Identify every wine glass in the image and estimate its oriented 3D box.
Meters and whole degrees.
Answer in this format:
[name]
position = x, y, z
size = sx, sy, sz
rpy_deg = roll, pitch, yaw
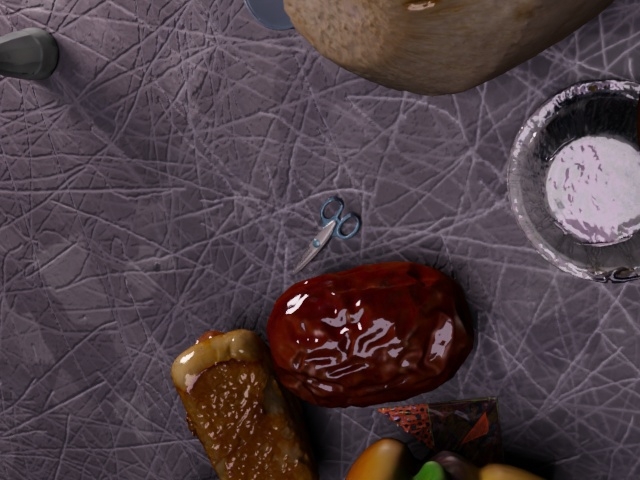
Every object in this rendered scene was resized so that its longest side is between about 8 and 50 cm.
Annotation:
[wine glass]
position = -0.421, -0.243, 1.585
size = 0.073, 0.155, 0.073
rpy_deg = 6, 103, 25

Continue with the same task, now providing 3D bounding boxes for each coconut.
[coconut]
position = 0.151, -0.347, 1.222
size = 0.345, 0.415, 0.415
rpy_deg = 47, 115, 9

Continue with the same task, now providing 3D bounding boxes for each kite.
[kite]
position = 0.187, 0.242, 1.526
size = 0.222, 0.008, 0.125
rpy_deg = 38, 111, 10

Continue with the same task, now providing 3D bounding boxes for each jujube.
[jujube]
position = 0.058, 0.116, 1.468
size = 0.250, 0.174, 0.174
rpy_deg = -14, 97, 14

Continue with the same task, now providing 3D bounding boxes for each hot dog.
[hot dog]
position = -0.100, 0.230, 1.559
size = 0.150, 0.153, 0.257
rpy_deg = -24, 104, -3

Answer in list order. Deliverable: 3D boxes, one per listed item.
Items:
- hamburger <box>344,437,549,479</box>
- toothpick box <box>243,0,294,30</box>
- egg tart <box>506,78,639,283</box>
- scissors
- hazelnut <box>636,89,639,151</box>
[hamburger]
position = 0.113, 0.411, 1.386
size = 0.277, 0.396, 0.396
rpy_deg = 12, 107, 7
[toothpick box]
position = -0.012, -0.299, 1.396
size = 0.101, 0.153, 0.101
rpy_deg = 7, 105, 27
[egg tart]
position = 0.318, -0.064, 1.352
size = 0.234, 0.094, 0.234
rpy_deg = 4, 102, 22
[scissors]
position = 0.000, 0.000, 1.542
size = 0.058, 0.014, 0.119
rpy_deg = 46, 112, 12
[hazelnut]
position = 0.493, -0.102, 1.158
size = 0.365, 0.366, 0.366
rpy_deg = 5, 104, 22
